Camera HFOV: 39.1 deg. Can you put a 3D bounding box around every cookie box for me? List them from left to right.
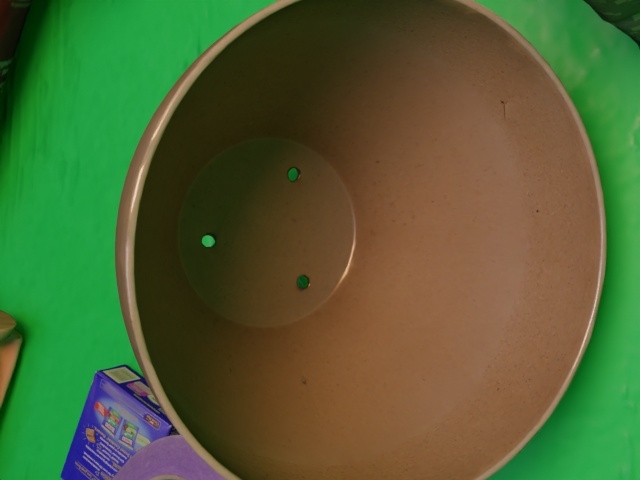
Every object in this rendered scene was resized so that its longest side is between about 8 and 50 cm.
[{"bbox_3d":[-0.163,0.174,0.758,0.092,0.040,0.107,29,105,27],"label":"cookie box"}]

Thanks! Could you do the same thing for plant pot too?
[{"bbox_3d":[0.000,0.000,0.554,0.191,0.284,0.284,-169,82,-64],"label":"plant pot"}]

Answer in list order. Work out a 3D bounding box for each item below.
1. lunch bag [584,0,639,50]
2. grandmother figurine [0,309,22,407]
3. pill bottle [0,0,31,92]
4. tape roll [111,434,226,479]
[{"bbox_3d":[0.204,-0.250,0.418,0.287,0.235,0.169,-41,69,25],"label":"lunch bag"},{"bbox_3d":[-0.359,0.223,0.850,0.208,0.104,0.342,34,113,54],"label":"grandmother figurine"},{"bbox_3d":[-0.394,-0.149,0.782,0.224,0.224,0.392,33,106,26],"label":"pill bottle"},{"bbox_3d":[-0.094,0.242,0.650,0.189,0.080,0.189,-25,50,35],"label":"tape roll"}]
